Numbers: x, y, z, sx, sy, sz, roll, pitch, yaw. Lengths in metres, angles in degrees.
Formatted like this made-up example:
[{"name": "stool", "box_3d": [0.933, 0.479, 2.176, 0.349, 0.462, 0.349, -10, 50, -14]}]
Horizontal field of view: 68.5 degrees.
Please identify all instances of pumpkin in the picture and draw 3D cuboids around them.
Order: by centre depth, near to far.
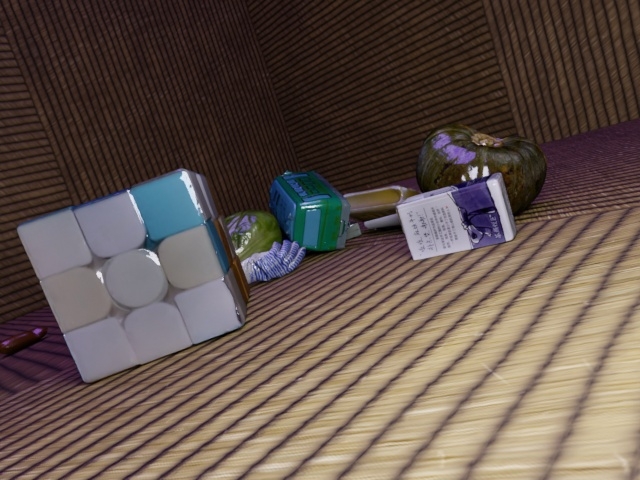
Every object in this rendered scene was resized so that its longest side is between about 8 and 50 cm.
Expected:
[{"name": "pumpkin", "box_3d": [0.382, -0.141, 1.190, 0.325, 0.242, 0.232, 16, 46, 23]}]

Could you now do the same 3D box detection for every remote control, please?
[{"name": "remote control", "box_3d": [0.278, -0.061, 1.456, 0.109, 0.055, 0.313, -1, -7, -38]}]

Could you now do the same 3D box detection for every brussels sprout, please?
[{"name": "brussels sprout", "box_3d": [-0.250, 0.022, 1.516, 0.220, 0.210, 0.271, -5, 28, 31]}]

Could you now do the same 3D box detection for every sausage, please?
[{"name": "sausage", "box_3d": [-1.025, 0.344, 1.616, 0.062, 0.054, 0.183, 18, 18, 16]}]

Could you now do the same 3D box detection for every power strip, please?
[{"name": "power strip", "box_3d": [0.000, 0.000, 1.665, 0.288, 0.053, 0.093, -18, 8, -4]}]

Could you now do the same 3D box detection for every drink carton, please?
[{"name": "drink carton", "box_3d": [0.296, -0.050, 1.030, 0.222, 0.134, 0.102, -14, 11, 29]}]

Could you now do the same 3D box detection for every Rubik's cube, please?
[{"name": "Rubik's cube", "box_3d": [-0.377, 0.056, 1.064, 0.347, 0.346, 0.344, -18, 7, -5]}]

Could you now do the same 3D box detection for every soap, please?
[{"name": "soap", "box_3d": [0.224, -0.119, 1.611, 0.174, 0.089, 0.274, 16, -13, -37]}]

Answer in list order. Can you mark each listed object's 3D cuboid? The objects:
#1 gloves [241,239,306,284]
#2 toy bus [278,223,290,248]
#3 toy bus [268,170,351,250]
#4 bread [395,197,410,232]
[{"name": "gloves", "box_3d": [-0.146, 0.070, 1.372, 0.229, 0.097, 0.119, -28, -35, -14]}, {"name": "toy bus", "box_3d": [-0.090, -0.044, 1.902, 0.147, 0.128, 0.256, -15, 9, 9]}, {"name": "toy bus", "box_3d": [-0.050, -0.106, 1.572, 0.200, 0.183, 0.343, -4, 27, -21]}, {"name": "bread", "box_3d": [0.280, -0.069, 1.307, 0.082, 0.106, 0.125, -23, 11, -28]}]
